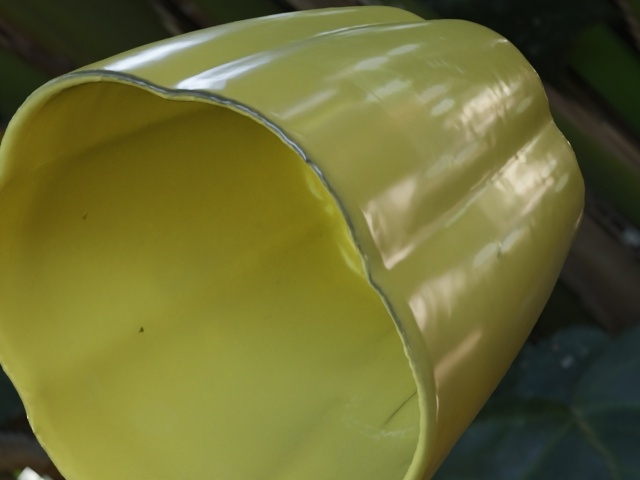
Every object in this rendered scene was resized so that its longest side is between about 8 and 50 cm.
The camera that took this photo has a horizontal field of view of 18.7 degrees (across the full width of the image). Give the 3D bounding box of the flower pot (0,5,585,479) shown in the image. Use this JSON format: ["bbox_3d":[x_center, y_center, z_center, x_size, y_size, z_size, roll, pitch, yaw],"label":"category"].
[{"bbox_3d":[0.000,0.000,0.718,0.195,0.195,0.179,-38,-1,43],"label":"flower pot"}]
